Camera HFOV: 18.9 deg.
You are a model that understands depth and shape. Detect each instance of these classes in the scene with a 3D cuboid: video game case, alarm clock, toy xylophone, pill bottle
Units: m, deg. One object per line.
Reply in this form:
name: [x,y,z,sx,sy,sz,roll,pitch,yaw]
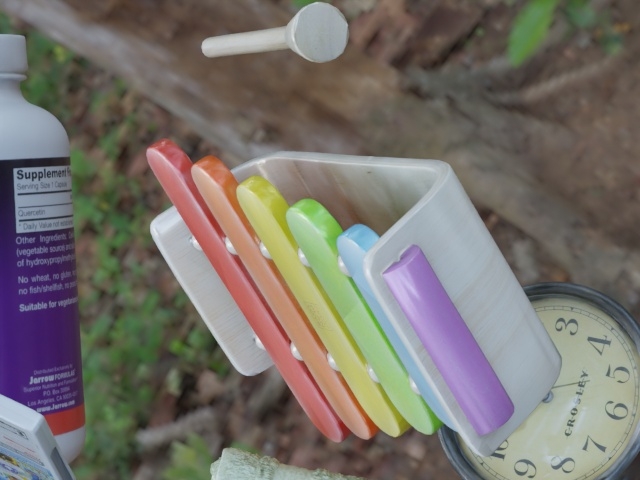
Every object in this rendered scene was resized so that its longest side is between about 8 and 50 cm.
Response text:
video game case: [-0.161,0.095,0.931,0.087,0.122,0.011,23,66,16]
alarm clock: [0.116,0.089,1.082,0.192,0.064,0.129,13,77,27]
toy xylophone: [0.000,0.000,1.004,0.081,0.236,0.322,-37,9,-17]
pill bottle: [-0.271,0.013,1.416,0.181,0.181,0.323,1,96,56]

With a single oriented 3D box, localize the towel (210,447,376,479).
towel: [-0.015,0.190,1.104,0.027,0.110,0.148,-61,-22,-57]
